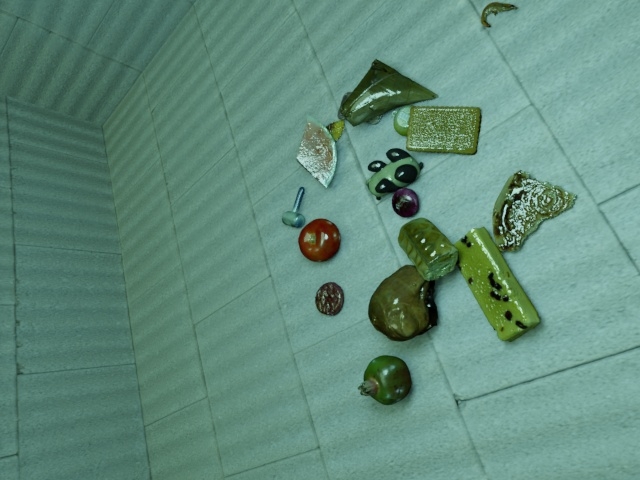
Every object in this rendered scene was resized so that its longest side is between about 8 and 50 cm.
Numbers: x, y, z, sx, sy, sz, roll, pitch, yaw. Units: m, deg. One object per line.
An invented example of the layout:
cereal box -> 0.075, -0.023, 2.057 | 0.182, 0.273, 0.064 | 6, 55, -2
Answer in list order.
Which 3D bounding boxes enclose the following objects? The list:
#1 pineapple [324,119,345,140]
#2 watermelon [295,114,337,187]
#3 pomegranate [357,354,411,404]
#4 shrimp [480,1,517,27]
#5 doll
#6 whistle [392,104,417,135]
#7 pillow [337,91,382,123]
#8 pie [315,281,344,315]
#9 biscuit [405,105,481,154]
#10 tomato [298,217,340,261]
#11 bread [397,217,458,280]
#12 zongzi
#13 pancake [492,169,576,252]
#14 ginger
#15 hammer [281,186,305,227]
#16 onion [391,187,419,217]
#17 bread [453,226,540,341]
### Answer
pineapple -> 0.045, -0.498, 1.970 | 0.114, 0.077, 0.114 | 23, 94, 53
watermelon -> -0.026, -0.393, 1.944 | 0.256, 0.176, 0.259 | 26, 96, 40
pomegranate -> 0.221, 0.504, 1.577 | 0.180, 0.210, 0.179 | 4, 95, 53
shrimp -> 0.629, -0.801, 1.554 | 0.127, 0.025, 0.090 | 19, 96, 44
doll -> 0.273, -0.248, 1.694 | 0.234, 0.135, 0.143 | -29, 57, 34
whistle -> 0.370, -0.437, 1.681 | 0.223, 0.123, 0.122 | 34, 106, 16
pillow -> 0.175, -0.568, 1.885 | 0.233, 0.038, 0.130 | 21, 89, 35
pie -> 0.038, 0.251, 1.880 | 0.155, 0.036, 0.154 | -7, 79, 40
biscuit -> 0.442, -0.399, 1.584 | 0.255, 0.029, 0.172 | 6, 88, 16
tomato -> 0.000, 0.000, 1.885 | 0.195, 0.136, 0.194 | -7, 79, 36
bread -> 0.368, 0.019, 1.545 | 0.152, 0.130, 0.267 | -48, 34, 15
zongzi -> 0.260, -0.534, 1.729 | 0.300, 0.145, 0.273 | 39, 92, 24
pancake -> 0.677, -0.096, 1.403 | 0.245, 0.057, 0.265 | -4, 85, 31
ginger -> 0.279, 0.223, 1.565 | 0.200, 0.223, 0.268 | -19, 76, 58
hammer -> -0.108, -0.158, 2.049 | 0.116, 0.070, 0.193 | 17, 89, 41
onion -> 0.318, -0.140, 1.663 | 0.115, 0.105, 0.115 | 13, 112, 34
bread -> 0.556, 0.140, 1.423 | 0.138, 0.077, 0.361 | -49, 55, 44
